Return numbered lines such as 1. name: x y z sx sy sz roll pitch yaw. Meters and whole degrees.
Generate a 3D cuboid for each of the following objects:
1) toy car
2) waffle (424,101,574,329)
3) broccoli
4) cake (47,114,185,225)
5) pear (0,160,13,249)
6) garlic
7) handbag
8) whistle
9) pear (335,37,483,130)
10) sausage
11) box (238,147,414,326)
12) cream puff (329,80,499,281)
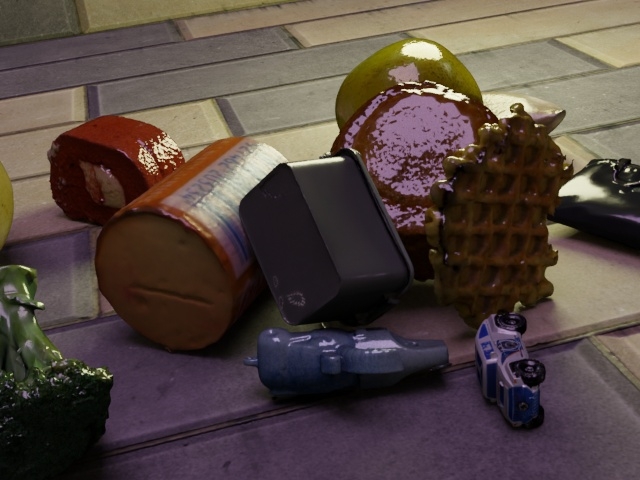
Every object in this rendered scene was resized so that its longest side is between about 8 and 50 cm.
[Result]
1. toy car: 0.233 0.156 1.061 0.070 0.080 0.171 -6 28 2
2. waffle: 0.253 -0.028 1.172 0.281 0.301 0.058 -27 29 -29
3. broccoli: -0.357 0.156 0.980 0.269 0.254 0.269 -6 71 18
4. cake: -0.396 -0.134 1.633 0.282 0.177 0.151 14 34 30
5. pear: -0.673 -0.070 1.429 0.309 0.309 0.309 -5 28 3
6. garlic: 0.352 -0.247 1.759 0.318 0.112 0.143 19 58 36
7. handbag: 0.516 -0.064 1.409 0.254 0.089 0.211 21 44 39
8. whistle: 0.033 0.151 1.099 0.269 0.093 0.180 -5 3 -1
9. pear: 0.174 -0.255 1.649 0.294 0.294 0.294 -5 28 3
10. sausage: -0.167 -0.006 1.284 0.233 0.233 0.287 5 29 21
11. box: 0.000 0.000 1.157 0.135 0.243 0.163 -5 -24 -45
12. cream puff: 0.148 -0.079 1.301 0.302 0.212 0.303 -1 66 3
